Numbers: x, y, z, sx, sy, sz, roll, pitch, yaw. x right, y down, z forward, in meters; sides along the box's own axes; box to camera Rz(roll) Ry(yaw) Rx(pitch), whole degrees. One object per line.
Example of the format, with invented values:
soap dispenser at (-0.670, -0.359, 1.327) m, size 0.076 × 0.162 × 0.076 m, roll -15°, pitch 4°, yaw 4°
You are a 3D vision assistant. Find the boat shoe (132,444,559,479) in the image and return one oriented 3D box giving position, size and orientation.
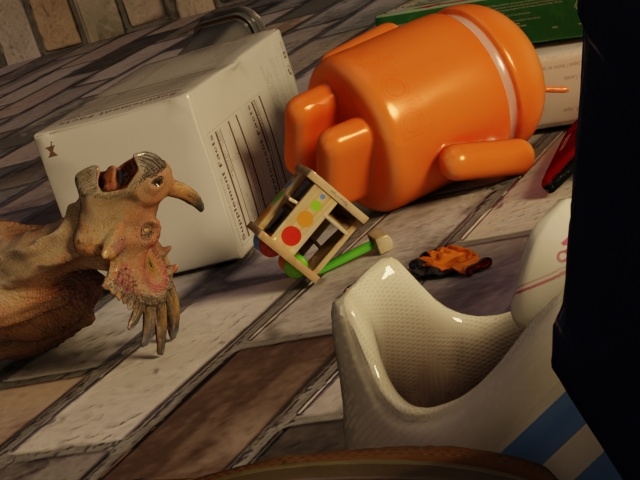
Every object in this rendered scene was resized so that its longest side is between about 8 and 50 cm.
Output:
boat shoe at (-0.049, 0.126, 0.627) m, size 0.307 × 0.111 × 0.104 m, roll -15°, pitch 15°, yaw 13°

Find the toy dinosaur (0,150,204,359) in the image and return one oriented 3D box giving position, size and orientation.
toy dinosaur at (-0.187, 0.030, 1.179) m, size 0.200 × 0.127 × 0.295 m, roll -14°, pitch 0°, yaw -15°

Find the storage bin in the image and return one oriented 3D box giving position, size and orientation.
storage bin at (-0.097, -0.149, 1.733) m, size 0.098 × 0.135 × 0.091 m, roll -7°, pitch 28°, yaw 39°

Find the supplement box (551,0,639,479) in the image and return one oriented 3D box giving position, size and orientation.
supplement box at (0.263, -0.015, 0.454) m, size 0.356 × 0.194 × 0.195 m, roll -21°, pitch 54°, yaw -12°

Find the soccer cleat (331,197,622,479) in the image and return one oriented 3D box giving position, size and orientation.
soccer cleat at (0.147, 0.048, 0.608) m, size 0.331 × 0.143 × 0.116 m, roll -10°, pitch 16°, yaw 30°

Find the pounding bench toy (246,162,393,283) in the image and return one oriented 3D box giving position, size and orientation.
pounding bench toy at (0.000, 0.000, 1.189) m, size 0.065 × 0.083 × 0.052 m, roll -51°, pitch 14°, yaw -1°

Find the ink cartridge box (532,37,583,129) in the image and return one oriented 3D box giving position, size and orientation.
ink cartridge box at (0.239, -0.163, 1.472) m, size 0.296 × 0.066 × 0.261 m, roll -6°, pitch 18°, yaw 41°

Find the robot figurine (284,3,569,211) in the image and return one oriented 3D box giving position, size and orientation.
robot figurine at (0.079, -0.100, 1.314) m, size 0.219 × 0.128 × 0.158 m, roll -26°, pitch 13°, yaw -24°

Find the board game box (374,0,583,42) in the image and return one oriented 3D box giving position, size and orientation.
board game box at (0.228, -0.217, 1.465) m, size 0.213 × 0.046 × 0.317 m, roll -30°, pitch 19°, yaw -38°

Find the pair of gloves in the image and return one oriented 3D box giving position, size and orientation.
pair of gloves at (0.060, 0.022, 1.101) m, size 0.083 × 0.010 × 0.074 m, roll -24°, pitch 15°, yaw -20°

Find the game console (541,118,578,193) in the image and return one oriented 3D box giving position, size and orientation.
game console at (0.234, -0.071, 1.233) m, size 0.124 × 0.085 × 0.144 m, roll -46°, pitch 1°, yaw 24°

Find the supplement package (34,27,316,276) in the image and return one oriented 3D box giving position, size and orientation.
supplement package at (-0.108, -0.069, 1.409) m, size 0.139 × 0.134 × 0.244 m, roll -13°, pitch 14°, yaw 20°
